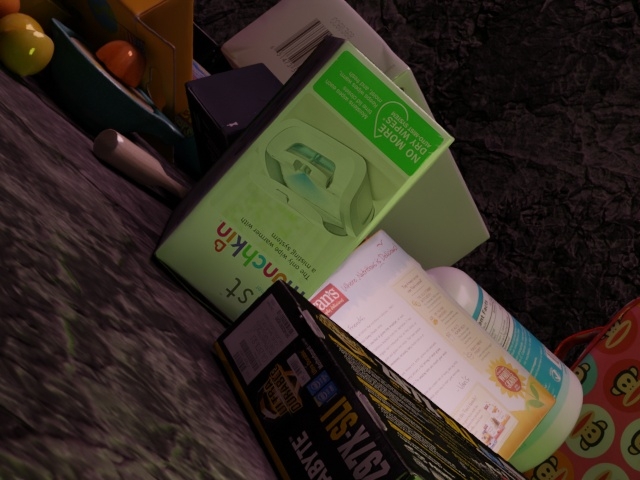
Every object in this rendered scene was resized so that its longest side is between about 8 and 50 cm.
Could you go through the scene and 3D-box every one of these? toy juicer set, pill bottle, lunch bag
[{"bbox_3d":[-0.220,-0.162,1.352,0.329,0.089,0.209,45,5,13],"label":"toy juicer set"},{"bbox_3d":[0.153,0.129,1.534,0.264,0.146,0.146,42,6,-18],"label":"pill bottle"},{"bbox_3d":[0.362,0.216,1.634,0.258,0.293,0.120,48,11,35],"label":"lunch bag"}]

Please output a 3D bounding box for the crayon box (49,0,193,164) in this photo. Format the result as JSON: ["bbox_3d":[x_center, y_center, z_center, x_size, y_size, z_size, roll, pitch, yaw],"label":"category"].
[{"bbox_3d":[-0.234,-0.253,1.507,0.318,0.081,0.202,44,-27,20],"label":"crayon box"}]

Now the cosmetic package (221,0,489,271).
[{"bbox_3d":[0.052,-0.117,1.736,0.217,0.156,0.385,51,-4,38],"label":"cosmetic package"}]

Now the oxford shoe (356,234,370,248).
[{"bbox_3d":[0.000,0.000,1.566,0.130,0.123,0.348,46,4,-32],"label":"oxford shoe"}]

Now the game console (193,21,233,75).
[{"bbox_3d":[-0.193,-0.242,2.011,0.071,0.122,0.107,45,5,22],"label":"game console"}]

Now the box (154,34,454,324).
[{"bbox_3d":[-0.017,-0.051,1.211,0.127,0.231,0.262,42,6,-8],"label":"box"}]

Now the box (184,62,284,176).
[{"bbox_3d":[-0.066,-0.078,1.438,0.156,0.093,0.158,-128,-155,-57],"label":"box"}]

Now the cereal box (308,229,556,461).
[{"bbox_3d":[0.090,0.113,1.294,0.240,0.047,0.173,44,39,9],"label":"cereal box"}]

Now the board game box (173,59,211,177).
[{"bbox_3d":[-0.185,-0.186,1.817,0.302,0.086,0.308,41,6,-29],"label":"board game box"}]

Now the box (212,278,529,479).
[{"bbox_3d":[0.091,0.190,0.964,0.322,0.079,0.257,40,4,-31],"label":"box"}]
